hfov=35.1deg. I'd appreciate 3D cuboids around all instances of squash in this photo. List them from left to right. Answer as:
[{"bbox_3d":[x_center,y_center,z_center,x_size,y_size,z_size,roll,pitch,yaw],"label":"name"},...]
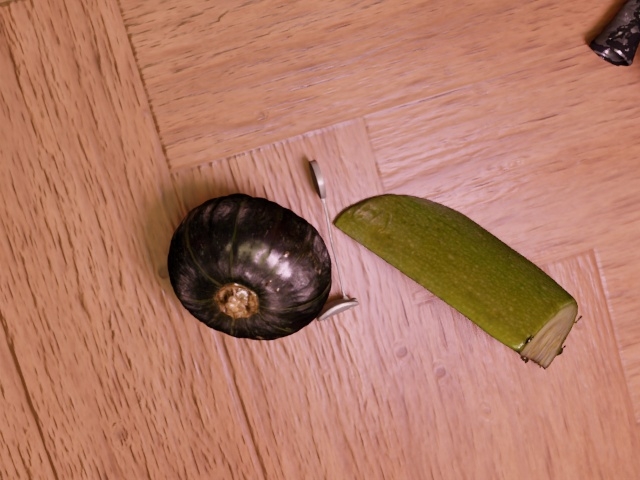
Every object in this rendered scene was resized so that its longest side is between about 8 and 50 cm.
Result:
[{"bbox_3d":[-0.082,0.031,1.189,0.193,0.193,0.156,49,51,-10],"label":"squash"},{"bbox_3d":[0.185,0.035,1.292,0.288,0.203,0.111,36,93,25],"label":"squash"}]

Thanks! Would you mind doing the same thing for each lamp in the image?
[{"bbox_3d":[0.000,0.000,1.254,0.056,0.050,0.198,-14,99,-6],"label":"lamp"}]

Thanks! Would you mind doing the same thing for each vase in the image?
[{"bbox_3d":[0.406,-0.302,1.266,0.059,0.059,0.167,32,92,-10],"label":"vase"}]
